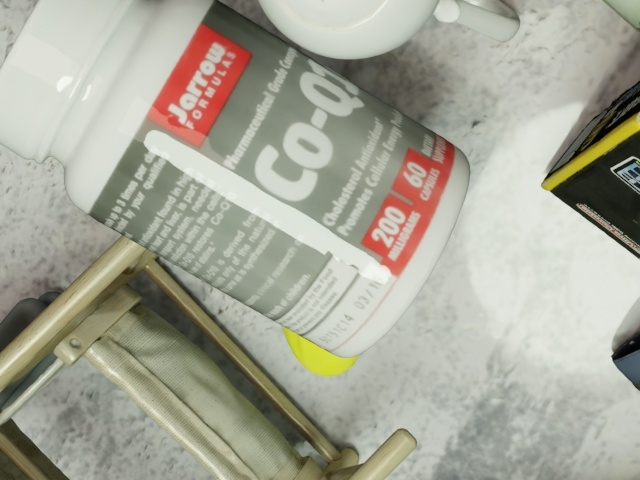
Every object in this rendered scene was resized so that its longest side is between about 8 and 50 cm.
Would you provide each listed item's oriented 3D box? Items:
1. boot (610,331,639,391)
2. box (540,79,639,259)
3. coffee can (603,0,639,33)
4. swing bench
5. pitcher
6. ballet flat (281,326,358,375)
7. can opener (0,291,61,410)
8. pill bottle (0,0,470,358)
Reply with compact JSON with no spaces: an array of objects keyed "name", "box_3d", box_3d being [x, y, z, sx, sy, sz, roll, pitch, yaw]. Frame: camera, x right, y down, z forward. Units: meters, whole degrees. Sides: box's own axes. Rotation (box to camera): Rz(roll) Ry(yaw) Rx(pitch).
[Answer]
[{"name":"boot","box_3d":[0.266,0.093,0.874,0.082,0.219,0.106,-42,80,-19]},{"name":"box","box_3d":[0.311,0.016,0.807,0.322,0.257,0.079,37,82,2]},{"name":"coffee can","box_3d":[0.246,-0.222,0.800,0.275,0.201,0.201,41,107,0]},{"name":"swing bench","box_3d":[-0.120,0.152,0.924,0.253,0.165,0.254,46,70,0]},{"name":"pitcher","box_3d":[0.049,-0.175,0.851,0.177,0.207,0.126,27,107,4]},{"name":"ballet flat","box_3d":[0.000,0.000,0.968,0.077,0.077,0.231,6,104,9]},{"name":"can opener","box_3d":[-0.286,0.162,1.069,0.093,0.074,0.280,40,105,8]},{"name":"pill bottle","box_3d":[-0.062,-0.058,0.829,0.283,0.161,0.161,30,107,-10]}]
